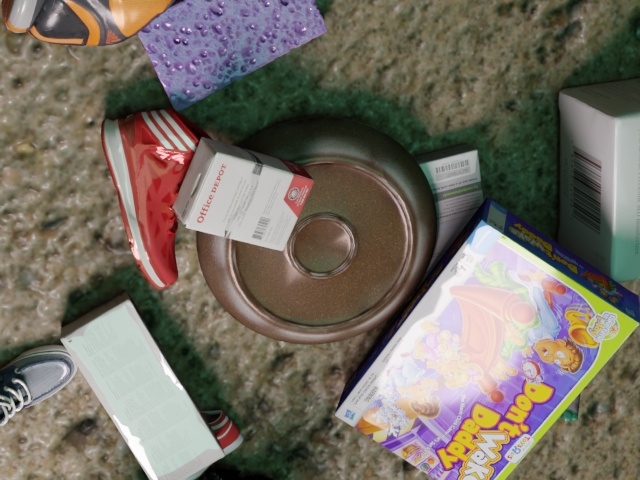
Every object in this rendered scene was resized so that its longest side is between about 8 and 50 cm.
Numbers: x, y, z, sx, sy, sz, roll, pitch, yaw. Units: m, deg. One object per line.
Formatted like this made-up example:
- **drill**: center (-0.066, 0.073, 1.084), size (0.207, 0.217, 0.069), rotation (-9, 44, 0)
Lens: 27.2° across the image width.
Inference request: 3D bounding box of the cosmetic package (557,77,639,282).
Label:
- **cosmetic package**: center (0.553, -0.108, 1.772), size (0.453, 0.161, 0.230), rotation (-9, 112, -15)

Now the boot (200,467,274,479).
- **boot**: center (-0.092, 0.430, 1.791), size (0.246, 0.094, 0.207), rotation (28, 103, -19)

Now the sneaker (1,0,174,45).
- **sneaker**: center (-0.226, -0.363, 1.448), size (0.180, 0.125, 0.321), rotation (9, 117, -26)

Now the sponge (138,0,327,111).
- **sponge**: center (-0.106, -0.253, 1.567), size (0.210, 0.031, 0.117), rotation (-29, 115, -5)

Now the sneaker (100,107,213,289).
- **sneaker**: center (-0.173, -0.052, 1.578), size (0.128, 0.087, 0.221), rotation (-15, 115, 1)

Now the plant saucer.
- **plant saucer**: center (0.000, 0.000, 1.664), size (0.310, 0.050, 0.311), rotation (-3, 113, -7)

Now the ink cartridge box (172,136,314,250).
- **ink cartridge box**: center (-0.091, -0.054, 1.552), size (0.135, 0.056, 0.099), rotation (15, 109, -31)

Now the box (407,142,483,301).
- **box**: center (0.144, -0.021, 1.735), size (0.145, 0.038, 0.186), rotation (-15, 113, -12)

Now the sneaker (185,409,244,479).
- **sneaker**: center (-0.164, 0.268, 1.736), size (0.118, 0.042, 0.067), rotation (-35, 121, -12)

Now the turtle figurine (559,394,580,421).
- **turtle figurine**: center (0.330, 0.120, 1.795), size (0.118, 0.175, 0.234), rotation (-12, 124, -38)

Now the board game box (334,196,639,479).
- **board game box**: center (0.209, 0.149, 1.697), size (0.233, 0.078, 0.347), rotation (33, 117, -3)

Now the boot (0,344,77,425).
- **boot**: center (-0.380, 0.195, 1.610), size (0.190, 0.086, 0.069), rotation (-25, 116, -8)

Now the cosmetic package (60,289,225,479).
- **cosmetic package**: center (-0.222, 0.189, 1.655), size (0.098, 0.060, 0.239), rotation (-30, 105, -6)
